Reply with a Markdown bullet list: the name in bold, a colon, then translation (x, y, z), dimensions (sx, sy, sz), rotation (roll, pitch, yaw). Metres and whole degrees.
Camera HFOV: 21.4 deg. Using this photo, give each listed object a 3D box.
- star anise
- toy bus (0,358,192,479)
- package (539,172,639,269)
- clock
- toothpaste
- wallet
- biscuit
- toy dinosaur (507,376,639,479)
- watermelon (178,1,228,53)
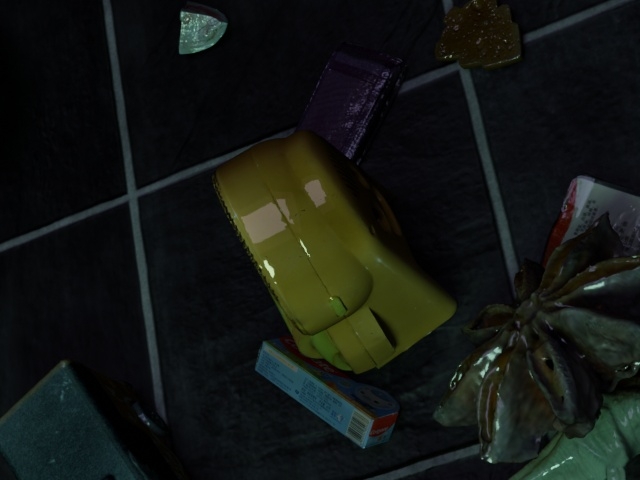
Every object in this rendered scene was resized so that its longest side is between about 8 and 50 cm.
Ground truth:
- **star anise**: translation (0.261, 0.115, 1.868), dimensions (0.332, 0.117, 0.331), rotation (-44, 18, 18)
- **toy bus**: translation (-0.248, 0.312, 2.071), dimensions (0.162, 0.194, 0.323), rotation (-43, 57, 5)
- **package**: translation (0.362, 0.026, 1.964), dimensions (0.232, 0.040, 0.166), rotation (21, 86, 39)
- **clock**: translation (0.000, 0.000, 2.000), dimensions (0.200, 0.317, 0.244), rotation (-34, 58, 4)
- **toothpaste**: translation (0.012, 0.182, 2.079), dimensions (0.193, 0.070, 0.044), rotation (33, 117, 33)
- **wallet**: translation (0.033, -0.176, 2.220), dimensions (0.111, 0.030, 0.166), rotation (22, 82, 32)
- **biscuit**: translation (0.210, -0.259, 2.168), dimensions (0.119, 0.019, 0.130), rotation (-50, 56, 1)
- **toy dinosaur**: translation (0.298, 0.252, 1.868), dimensions (0.393, 0.092, 0.205), rotation (-14, 59, 22)
- **watermelon**: translation (-0.170, -0.303, 2.358), dimensions (0.085, 0.061, 0.085), rotation (-16, 61, 32)
